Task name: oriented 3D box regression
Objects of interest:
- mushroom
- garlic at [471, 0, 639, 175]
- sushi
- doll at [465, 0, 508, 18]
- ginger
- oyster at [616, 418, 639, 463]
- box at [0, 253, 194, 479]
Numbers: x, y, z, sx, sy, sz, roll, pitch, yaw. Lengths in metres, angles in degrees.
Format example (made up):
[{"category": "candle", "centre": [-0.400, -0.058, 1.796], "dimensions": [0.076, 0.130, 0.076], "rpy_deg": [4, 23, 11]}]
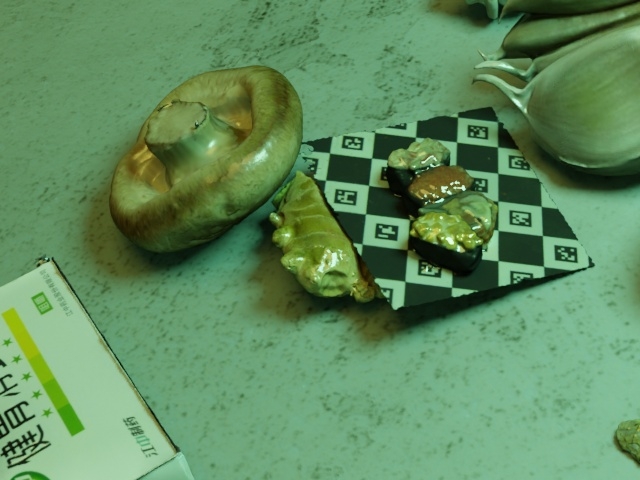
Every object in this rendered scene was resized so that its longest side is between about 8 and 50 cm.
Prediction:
[{"category": "mushroom", "centre": [-0.137, -0.101, 1.478], "dimensions": [0.278, 0.146, 0.278], "rpy_deg": [-25, 38, 22]}, {"category": "garlic", "centre": [0.323, -0.205, 1.413], "dimensions": [0.292, 0.237, 0.210], "rpy_deg": [-30, 24, 39]}, {"category": "sushi", "centre": [0.140, -0.063, 1.401], "dimensions": [0.264, 0.050, 0.290], "rpy_deg": [-11, 46, -17]}, {"category": "doll", "centre": [0.306, -0.363, 1.624], "dimensions": [0.293, 0.119, 0.138], "rpy_deg": [-9, 72, 6]}, {"category": "ginger", "centre": [-0.007, 0.007, 1.395], "dimensions": [0.115, 0.081, 0.205], "rpy_deg": [-32, 51, -20]}, {"category": "oyster", "centre": [0.314, 0.200, 1.176], "dimensions": [0.083, 0.038, 0.081], "rpy_deg": [17, 57, 25]}, {"category": "box", "centre": [-0.267, 0.186, 1.258], "dimensions": [0.173, 0.145, 0.333], "rpy_deg": [-29, 50, -15]}]
